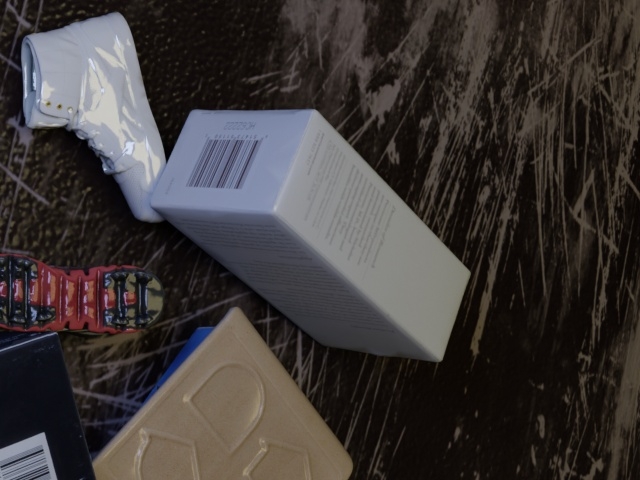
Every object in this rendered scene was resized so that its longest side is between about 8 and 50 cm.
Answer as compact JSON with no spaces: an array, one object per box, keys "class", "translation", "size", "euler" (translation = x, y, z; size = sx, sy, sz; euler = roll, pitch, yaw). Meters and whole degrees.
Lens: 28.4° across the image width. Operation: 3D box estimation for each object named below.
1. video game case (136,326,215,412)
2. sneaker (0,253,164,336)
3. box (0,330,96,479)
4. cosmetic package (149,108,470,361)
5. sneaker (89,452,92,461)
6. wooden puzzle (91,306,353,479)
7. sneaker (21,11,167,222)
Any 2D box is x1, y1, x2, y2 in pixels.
[{"class":"video game case","translation":[-0.158,0.304,1.820],"size":[0.244,0.061,0.269],"euler":[48,61,-25]},{"class":"sneaker","translation":[-0.349,0.076,1.650],"size":[0.276,0.135,0.097],"euler":[5,80,-21]},{"class":"box","translation":[-0.410,0.264,1.476],"size":[0.183,0.294,0.296],"euler":[-19,99,-40]},{"class":"cosmetic package","translation":[0.000,0.000,1.791],"size":[0.453,0.230,0.161],"euler":[43,61,-45]},{"class":"sneaker","translation":[-0.343,0.273,1.688],"size":[0.109,0.044,0.040],"euler":[45,60,-29]},{"class":"wooden puzzle","translation":[-0.140,0.317,1.752],"size":[0.348,0.080,0.322],"euler":[-50,117,-33]},{"class":"sneaker","translation":[-0.314,-0.148,1.706],"size":[0.169,0.108,0.292],"euler":[-19,96,-30]}]
